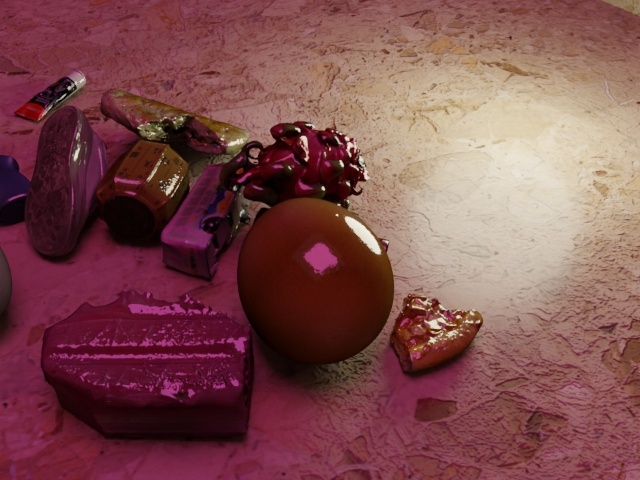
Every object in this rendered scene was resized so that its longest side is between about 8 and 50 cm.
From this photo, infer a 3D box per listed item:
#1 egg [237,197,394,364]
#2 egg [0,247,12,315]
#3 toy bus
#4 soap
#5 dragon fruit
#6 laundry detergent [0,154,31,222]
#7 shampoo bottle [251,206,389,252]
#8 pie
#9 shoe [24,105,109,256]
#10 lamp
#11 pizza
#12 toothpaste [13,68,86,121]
[{"bbox_3d":[-0.014,0.059,1.250,0.250,0.250,0.322,-9,35,-17],"label":"egg"},{"bbox_3d":[-0.607,0.056,1.242,0.232,0.176,0.176,39,50,25],"label":"egg"},{"bbox_3d":[-0.213,-0.045,1.477,0.112,0.090,0.274,7,40,12],"label":"toy bus"},{"bbox_3d":[-0.265,0.190,1.159,0.325,0.127,0.220,2,39,-3],"label":"soap"},{"bbox_3d":[-0.037,-0.134,1.448,0.273,0.198,0.218,-14,78,-60],"label":"dragon fruit"},{"bbox_3d":[-0.644,-0.115,1.532,0.097,0.061,0.206,-31,50,-20],"label":"laundry detergent"},{"bbox_3d":[0.000,0.000,1.466,0.260,0.064,0.102,13,32,8],"label":"shampoo bottle"},{"bbox_3d":[-0.314,-0.252,1.625,0.338,0.075,0.337,18,12,-4],"label":"pie"},{"bbox_3d":[-0.479,-0.102,1.502,0.124,0.159,0.316,-9,68,22],"label":"shoe"},{"bbox_3d":[-0.343,-0.098,1.477,0.161,0.161,0.185,8,41,3],"label":"lamp"},{"bbox_3d":[0.191,0.145,1.320,0.182,0.062,0.161,-17,39,-23],"label":"pizza"},{"bbox_3d":[-0.644,-0.346,1.825,0.071,0.045,0.193,22,49,19],"label":"toothpaste"}]
